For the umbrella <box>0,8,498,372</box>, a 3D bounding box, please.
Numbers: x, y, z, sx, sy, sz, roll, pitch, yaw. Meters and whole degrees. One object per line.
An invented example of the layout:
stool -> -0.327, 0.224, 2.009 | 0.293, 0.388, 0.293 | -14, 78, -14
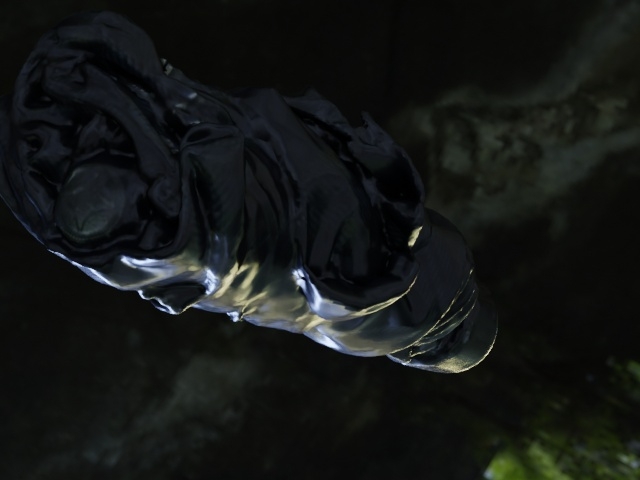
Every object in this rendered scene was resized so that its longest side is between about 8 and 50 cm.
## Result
umbrella -> 0.002, 0.000, 0.473 | 0.071, 0.080, 0.224 | -46, -30, 8
